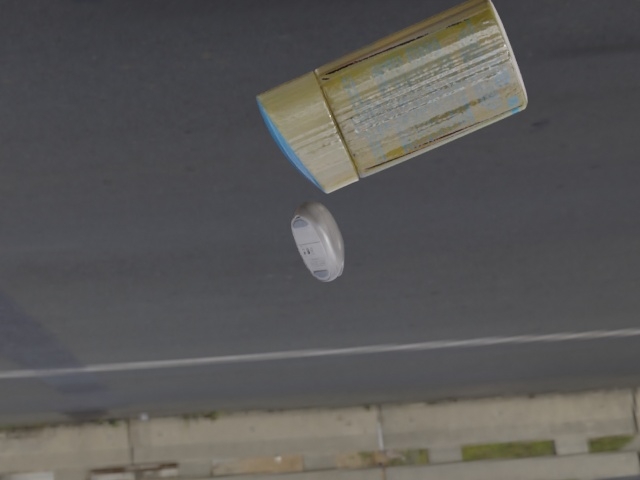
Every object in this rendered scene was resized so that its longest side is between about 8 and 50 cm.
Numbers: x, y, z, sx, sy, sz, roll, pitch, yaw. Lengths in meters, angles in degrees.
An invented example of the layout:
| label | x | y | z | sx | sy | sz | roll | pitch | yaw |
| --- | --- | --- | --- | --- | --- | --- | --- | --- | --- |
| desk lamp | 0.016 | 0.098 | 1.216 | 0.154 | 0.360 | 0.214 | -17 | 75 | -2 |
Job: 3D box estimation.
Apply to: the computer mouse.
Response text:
| label | x | y | z | sx | sy | sz | roll | pitch | yaw |
| --- | --- | --- | --- | --- | --- | --- | --- | --- | --- |
| computer mouse | 0.002 | -0.001 | 1.094 | 0.039 | 0.096 | 0.066 | -28 | -170 | -30 |

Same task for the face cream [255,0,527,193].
| label | x | y | z | sx | sy | sz | roll | pitch | yaw |
| --- | --- | --- | --- | --- | --- | --- | --- | --- | --- |
| face cream | 0.081 | -0.158 | 1.069 | 0.285 | 0.139 | 0.067 | -23 | -165 | 4 |
